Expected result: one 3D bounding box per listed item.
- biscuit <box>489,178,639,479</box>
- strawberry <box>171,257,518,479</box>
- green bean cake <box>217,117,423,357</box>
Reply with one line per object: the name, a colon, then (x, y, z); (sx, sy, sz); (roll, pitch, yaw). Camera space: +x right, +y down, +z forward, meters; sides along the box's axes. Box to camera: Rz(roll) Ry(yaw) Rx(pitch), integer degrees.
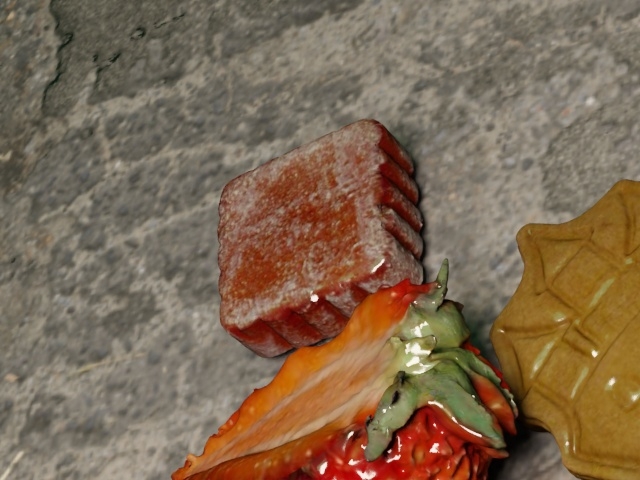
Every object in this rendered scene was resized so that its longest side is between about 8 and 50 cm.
biscuit: (0.175, 0.041, 1.120); (0.182, 0.034, 0.215); (-49, 42, -2)
strawberry: (0.009, 0.131, 1.129); (0.228, 0.098, 0.174); (-36, 19, 21)
green bean cake: (0.000, 0.000, 1.279); (0.135, 0.056, 0.136); (-25, 47, 25)
